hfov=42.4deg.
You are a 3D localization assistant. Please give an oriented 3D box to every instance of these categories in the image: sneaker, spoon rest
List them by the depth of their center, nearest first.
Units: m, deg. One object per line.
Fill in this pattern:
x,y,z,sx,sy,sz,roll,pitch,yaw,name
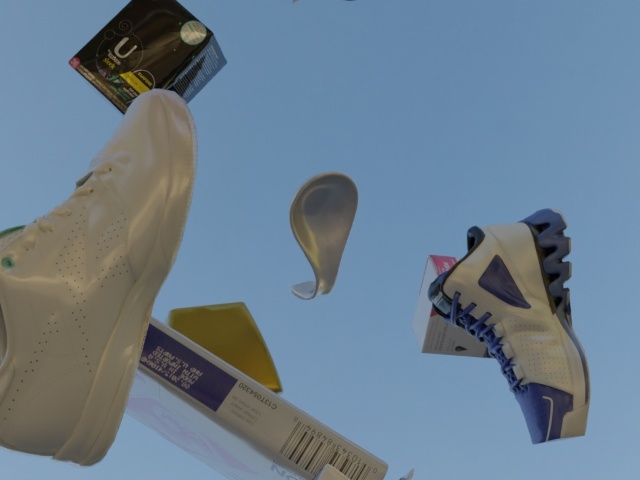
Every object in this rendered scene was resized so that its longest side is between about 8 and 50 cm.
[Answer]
-0.130,0.005,0.434,0.094,0.080,0.212,20,-110,-23,sneaker
0.237,0.111,1.084,0.182,0.315,0.127,-2,-21,-1,sneaker
0.000,0.000,1.455,0.137,0.084,0.276,-15,-48,-27,spoon rest

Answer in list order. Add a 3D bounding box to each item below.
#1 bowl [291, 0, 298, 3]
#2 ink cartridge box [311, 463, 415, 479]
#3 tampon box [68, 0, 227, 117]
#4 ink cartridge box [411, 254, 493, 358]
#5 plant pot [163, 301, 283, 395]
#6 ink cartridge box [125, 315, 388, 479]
-0.022,-0.356,0.908,0.080,0.170,0.170,29,-68,-4,bowl
-0.012,0.253,0.644,0.198,0.067,0.115,-50,-8,-31,ink cartridge box
-0.230,-0.241,1.117,0.161,0.120,0.101,-47,-11,-5,tampon box
0.287,0.121,1.452,0.218,0.092,0.158,5,-63,-9,ink cartridge box
-0.209,0.228,1.555,0.212,0.187,0.212,-4,-19,-20,plant pot
-0.098,0.255,1.022,0.324,0.071,0.330,30,-29,8,ink cartridge box
